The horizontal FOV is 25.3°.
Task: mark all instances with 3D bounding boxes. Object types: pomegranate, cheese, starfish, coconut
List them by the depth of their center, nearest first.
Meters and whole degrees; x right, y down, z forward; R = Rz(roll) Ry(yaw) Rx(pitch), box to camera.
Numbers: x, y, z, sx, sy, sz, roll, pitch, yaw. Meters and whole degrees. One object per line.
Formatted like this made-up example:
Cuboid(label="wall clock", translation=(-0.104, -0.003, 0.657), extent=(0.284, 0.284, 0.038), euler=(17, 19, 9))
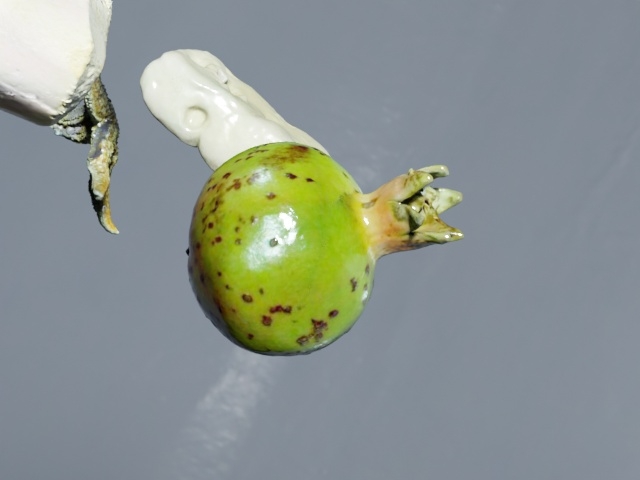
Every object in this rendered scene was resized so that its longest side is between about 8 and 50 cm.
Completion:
Cuboid(label="coconut", translation=(-0.208, -0.145, 0.940), extent=(0.116, 0.122, 0.116), euler=(-33, 44, 39))
Cuboid(label="starfish", translation=(-0.209, -0.117, 1.275), extent=(0.176, 0.053, 0.208), euler=(105, 144, -54))
Cuboid(label="pomegranate", translation=(-0.008, 0.014, 1.507), extent=(0.286, 0.231, 0.230), euler=(5, 68, 29))
Cuboid(label="cheese", translation=(-0.095, -0.131, 1.716), extent=(0.093, 0.263, 0.159), euler=(-51, -7, 15))
